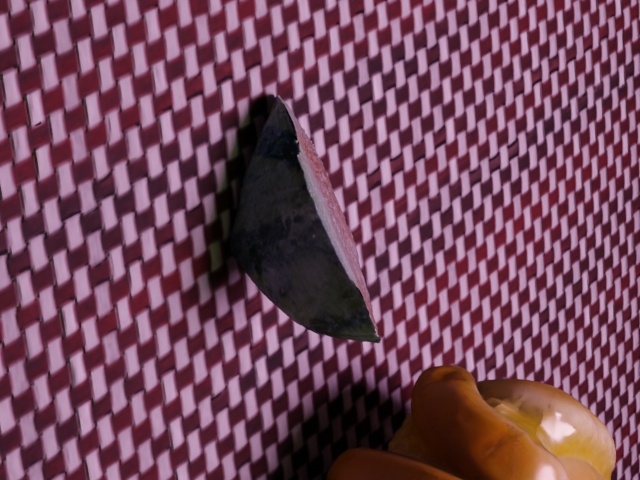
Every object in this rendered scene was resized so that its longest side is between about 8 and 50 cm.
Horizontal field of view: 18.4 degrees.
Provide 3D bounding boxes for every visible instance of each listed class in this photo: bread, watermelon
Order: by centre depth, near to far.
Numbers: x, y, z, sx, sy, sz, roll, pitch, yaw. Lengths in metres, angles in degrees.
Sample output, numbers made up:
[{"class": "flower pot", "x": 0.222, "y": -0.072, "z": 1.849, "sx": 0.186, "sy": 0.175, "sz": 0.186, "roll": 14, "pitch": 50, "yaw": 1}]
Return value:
[{"class": "watermelon", "x": -0.006, "y": -0.001, "z": 1.233, "sx": 0.094, "sy": 0.081, "sz": 0.180, "roll": 28, "pitch": 35, "yaw": -36}, {"class": "bread", "x": 0.102, "y": 0.227, "z": 1.354, "sx": 0.315, "sy": 0.211, "sz": 0.270, "roll": 50, "pitch": 46, "yaw": -55}]
